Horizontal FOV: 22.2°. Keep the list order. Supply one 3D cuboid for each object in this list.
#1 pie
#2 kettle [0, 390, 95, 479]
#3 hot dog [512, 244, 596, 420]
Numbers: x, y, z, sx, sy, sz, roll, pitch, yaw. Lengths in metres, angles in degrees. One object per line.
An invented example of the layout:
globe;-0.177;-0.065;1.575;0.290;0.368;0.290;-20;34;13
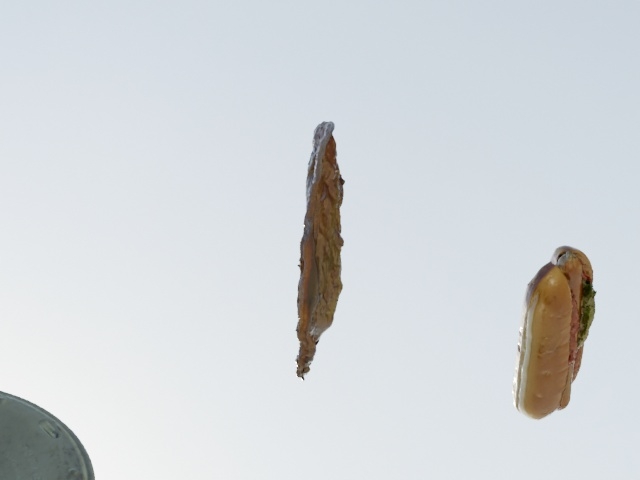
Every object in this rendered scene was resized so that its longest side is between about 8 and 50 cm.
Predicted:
pie;0.000;-0.002;1.133;0.033;0.191;0.088;2;-16;6
kettle;-0.381;0.347;1.395;0.361;0.250;0.376;-3;-55;-17
hot dog;0.239;0.093;1.658;0.092;0.062;0.235;-45;-31;-33
